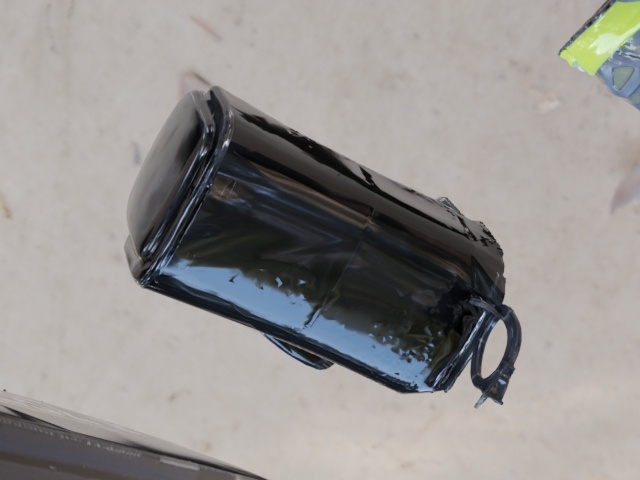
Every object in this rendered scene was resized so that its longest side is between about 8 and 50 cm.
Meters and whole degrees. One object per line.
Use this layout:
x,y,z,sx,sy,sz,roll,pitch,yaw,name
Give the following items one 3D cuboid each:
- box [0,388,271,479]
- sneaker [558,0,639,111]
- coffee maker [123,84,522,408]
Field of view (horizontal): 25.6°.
-0.158,0.219,0.332,0.097,0.395,0.318,16,171,21,box
0.360,-0.229,1.300,0.121,0.111,0.300,44,136,-3,sneaker
0.000,0.000,0.742,0.178,0.120,0.171,24,171,-23,coffee maker
